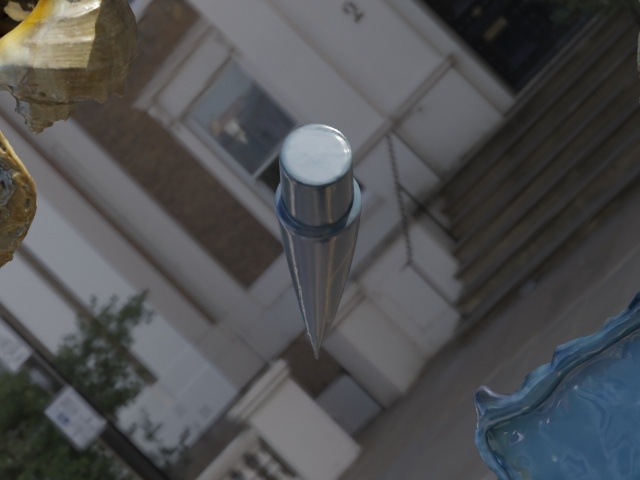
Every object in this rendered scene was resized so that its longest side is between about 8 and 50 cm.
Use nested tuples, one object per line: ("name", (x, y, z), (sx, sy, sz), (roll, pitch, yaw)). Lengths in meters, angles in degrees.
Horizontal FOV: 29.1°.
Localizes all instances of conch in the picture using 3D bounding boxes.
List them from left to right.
("conch", (-0.346, -0.291, 1.463), (0.186, 0.263, 0.324), (1, 88, 63))

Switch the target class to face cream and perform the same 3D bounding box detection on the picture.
("face cream", (0.000, 0.000, 1.307), (0.385, 0.086, 0.135), (87, -170, -65))

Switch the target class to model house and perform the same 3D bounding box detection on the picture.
("model house", (0.287, 0.125, 0.870), (0.237, 0.215, 0.303), (-38, -13, 27))

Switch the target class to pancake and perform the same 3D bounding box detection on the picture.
("pancake", (-0.264, -0.037, 0.861), (0.139, 0.139, 0.022), (-46, 8, 21))

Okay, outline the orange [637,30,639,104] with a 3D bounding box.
("orange", (0.464, -0.156, 1.170), (0.249, 0.329, 0.329), (-55, 5, -35))
